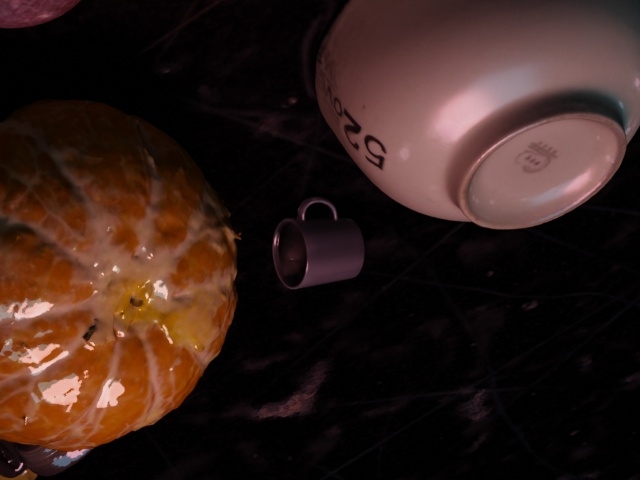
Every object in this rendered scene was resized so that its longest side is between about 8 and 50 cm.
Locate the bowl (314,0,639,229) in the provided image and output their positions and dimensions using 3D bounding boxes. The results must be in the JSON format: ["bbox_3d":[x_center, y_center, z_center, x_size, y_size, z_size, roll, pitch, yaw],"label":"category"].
[{"bbox_3d":[0.186,-0.134,1.767,0.353,0.185,0.354,-14,146,-10],"label":"bowl"}]

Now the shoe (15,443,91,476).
[{"bbox_3d":[-0.248,0.099,1.879,0.293,0.109,0.149,-52,135,-6],"label":"shoe"}]

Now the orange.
[{"bbox_3d":[-0.237,0.033,1.672,0.329,0.249,0.329,-4,98,-30],"label":"orange"}]

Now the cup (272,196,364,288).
[{"bbox_3d":[0.000,0.000,1.963,0.077,0.078,0.100,-6,113,-30],"label":"cup"}]

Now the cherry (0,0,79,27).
[{"bbox_3d":[-0.240,-0.241,1.433,0.176,0.140,0.176,-27,148,-18],"label":"cherry"}]

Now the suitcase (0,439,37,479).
[{"bbox_3d":[-0.436,0.208,1.947,0.234,0.143,0.194,-24,145,5],"label":"suitcase"}]
